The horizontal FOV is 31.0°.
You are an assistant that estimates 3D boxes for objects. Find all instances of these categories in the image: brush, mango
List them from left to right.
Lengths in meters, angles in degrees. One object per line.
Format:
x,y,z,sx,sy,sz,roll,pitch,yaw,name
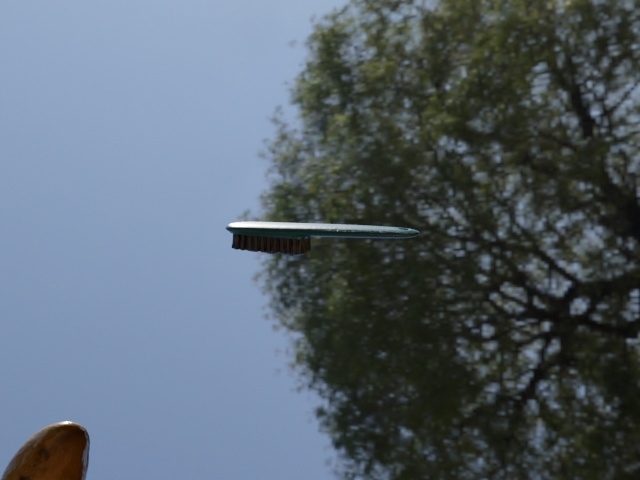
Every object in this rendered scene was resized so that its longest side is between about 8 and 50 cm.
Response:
-0.230,0.205,0.969,0.079,0.057,0.114,31,-94,-49,mango
0.000,0.000,1.109,0.043,0.193,0.032,-23,-64,-71,brush
